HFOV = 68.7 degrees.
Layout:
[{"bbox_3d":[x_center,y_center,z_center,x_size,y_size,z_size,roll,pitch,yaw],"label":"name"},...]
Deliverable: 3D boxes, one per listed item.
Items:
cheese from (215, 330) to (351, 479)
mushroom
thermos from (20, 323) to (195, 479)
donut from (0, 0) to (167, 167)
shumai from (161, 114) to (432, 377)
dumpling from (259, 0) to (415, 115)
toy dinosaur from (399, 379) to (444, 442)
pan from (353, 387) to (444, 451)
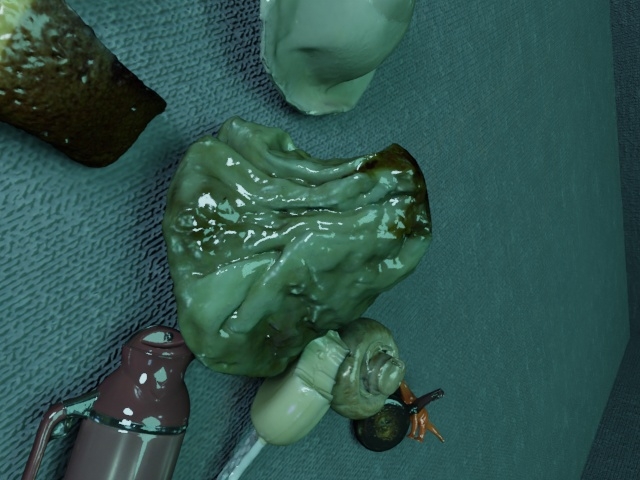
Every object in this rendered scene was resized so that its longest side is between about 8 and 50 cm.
[{"bbox_3d":[-0.060,0.238,0.669,0.070,0.163,0.249,40,103,-9],"label":"cheese"},{"bbox_3d":[0.068,0.211,0.777,0.166,0.127,0.167,2,87,-41],"label":"mushroom"},{"bbox_3d":[-0.227,0.250,0.496,0.136,0.109,0.331,16,80,-4],"label":"thermos"},{"bbox_3d":[-0.255,-0.148,0.401,0.295,0.151,0.113,25,86,-45],"label":"donut"},{"bbox_3d":[0.000,0.000,0.551,0.309,0.263,0.304,57,34,-37],"label":"shumai"},{"bbox_3d":[0.036,-0.316,0.685,0.341,0.181,0.260,-69,175,-63],"label":"dumpling"},{"bbox_3d":[0.177,0.347,0.958,0.279,0.055,0.102,48,51,-36],"label":"toy dinosaur"},{"bbox_3d":[0.160,0.329,0.893,0.211,0.040,0.115,-11,97,-24],"label":"pan"}]
